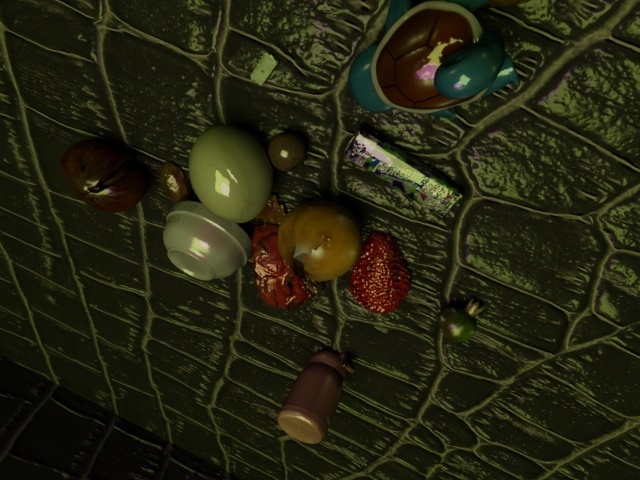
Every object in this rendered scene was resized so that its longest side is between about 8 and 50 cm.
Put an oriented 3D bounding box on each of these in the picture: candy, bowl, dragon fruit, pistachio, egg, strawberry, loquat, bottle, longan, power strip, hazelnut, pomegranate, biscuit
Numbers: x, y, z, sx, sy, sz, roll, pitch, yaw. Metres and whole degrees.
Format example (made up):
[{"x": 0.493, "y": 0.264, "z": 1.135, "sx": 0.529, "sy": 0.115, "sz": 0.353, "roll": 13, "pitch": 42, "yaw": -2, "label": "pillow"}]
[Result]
[{"x": 0.207, "y": -0.170, "z": 1.168, "sx": 0.313, "sy": 0.061, "sz": 0.088, "roll": 33, "pitch": 128, "yaw": -1, "label": "candy"}, {"x": -0.366, "y": 0.023, "z": 1.456, "sx": 0.287, "sy": 0.143, "sz": 0.286, "roll": 18, "pitch": 148, "yaw": 12, "label": "bowl"}, {"x": -0.088, "y": 0.109, "z": 1.434, "sx": 0.205, "sy": 0.152, "sz": 0.316, "roll": -5, "pitch": 126, "yaw": 23, "label": "dragon fruit"}, {"x": -0.457, "y": -0.162, "z": 1.474, "sx": 0.090, "sy": 0.049, "sz": 0.172, "roll": -3, "pitch": 122, "yaw": 27, "label": "pistachio"}, {"x": -0.236, "y": -0.176, "z": 1.257, "sx": 0.219, "sy": 0.219, "sz": 0.269, "roll": -8, "pitch": 123, "yaw": 28, "label": "egg"}, {"x": 0.166, "y": 0.118, "z": 1.368, "sx": 0.189, "sy": 0.106, "sz": 0.285, "roll": 6, "pitch": 125, "yaw": 18, "label": "strawberry"}, {"x": 0.000, "y": 0.000, "z": 1.276, "sx": 0.235, "sy": 0.235, "sz": 0.234, "roll": 12, "pitch": 128, "yaw": 16, "label": "loquat"}, {"x": 0.000, "y": 0.522, "z": 1.614, "sx": 0.207, "sy": 0.296, "sz": 0.173, "roll": -26, "pitch": 110, "yaw": 41, "label": "bottle"}, {"x": -0.085, "y": -0.230, "z": 1.232, "sx": 0.114, "sy": 0.092, "sz": 0.113, "roll": 4, "pitch": 130, "yaw": 5, "label": "longan"}, {"x": -0.139, "y": -0.425, "z": 1.163, "sx": 0.040, "sy": 0.016, "sz": 0.090, "roll": 41, "pitch": 129, "yaw": -8, "label": "power strip"}, {"x": -0.672, "y": -0.193, "z": 1.446, "sx": 0.251, "sy": 0.217, "sz": 0.217, "roll": 44, "pitch": 129, "yaw": -12, "label": "hazelnut"}, {"x": 0.405, "y": 0.225, "z": 1.347, "sx": 0.115, "sy": 0.114, "sz": 0.142, "roll": 38, "pitch": 105, "yaw": -6, "label": "pomegranate"}, {"x": -0.141, "y": -0.083, "z": 1.412, "sx": 0.130, "sy": 0.019, "sz": 0.119, "roll": 45, "pitch": 129, "yaw": -11, "label": "biscuit"}]

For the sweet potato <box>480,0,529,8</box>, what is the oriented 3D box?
[{"x": 0.351, "y": -0.483, "z": 0.858, "sx": 0.252, "sy": 0.097, "sz": 0.097, "roll": 2, "pitch": 125, "yaw": 33, "label": "sweet potato"}]

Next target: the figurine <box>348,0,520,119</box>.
[{"x": 0.231, "y": -0.342, "z": 0.911, "sx": 0.298, "sy": 0.243, "sz": 0.416, "roll": 50, "pitch": 171, "yaw": -26, "label": "figurine"}]
